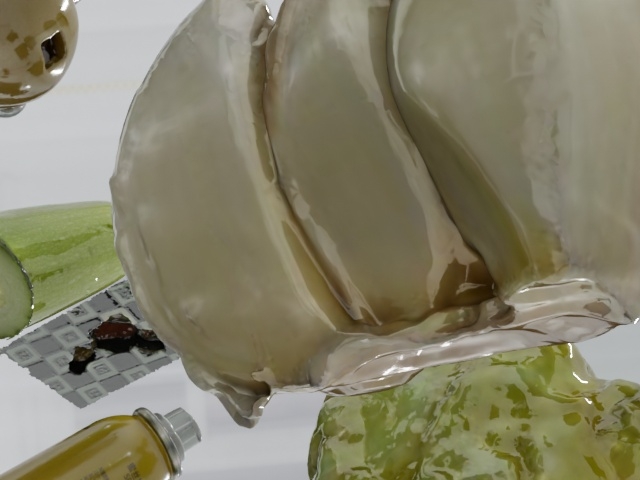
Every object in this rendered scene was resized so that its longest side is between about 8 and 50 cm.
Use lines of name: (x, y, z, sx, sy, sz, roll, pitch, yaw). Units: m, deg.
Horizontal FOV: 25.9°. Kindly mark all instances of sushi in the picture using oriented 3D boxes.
sushi: (-0.250, 0.112, 1.582, 0.139, 0.201, 0.031, 45, 29, -35)

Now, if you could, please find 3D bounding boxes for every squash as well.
squash: (-0.253, 0.022, 1.423, 0.137, 0.287, 0.137, 10, -75, 44)

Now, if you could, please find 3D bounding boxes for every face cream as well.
face cream: (-0.272, 0.265, 1.369, 0.105, 0.349, 0.105, 44, -31, 34)

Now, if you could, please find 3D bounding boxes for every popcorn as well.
popcorn: (0.150, 0.192, 1.235, 0.334, 0.293, 0.292, 37, -70, 29)

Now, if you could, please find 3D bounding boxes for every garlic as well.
garlic: (0.061, -0.053, 0.561, 0.281, 0.185, 0.203, -22, -98, 39)

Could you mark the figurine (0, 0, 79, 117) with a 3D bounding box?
figurine: (-0.332, -0.200, 1.210, 0.342, 0.285, 0.167, -63, 147, -18)
